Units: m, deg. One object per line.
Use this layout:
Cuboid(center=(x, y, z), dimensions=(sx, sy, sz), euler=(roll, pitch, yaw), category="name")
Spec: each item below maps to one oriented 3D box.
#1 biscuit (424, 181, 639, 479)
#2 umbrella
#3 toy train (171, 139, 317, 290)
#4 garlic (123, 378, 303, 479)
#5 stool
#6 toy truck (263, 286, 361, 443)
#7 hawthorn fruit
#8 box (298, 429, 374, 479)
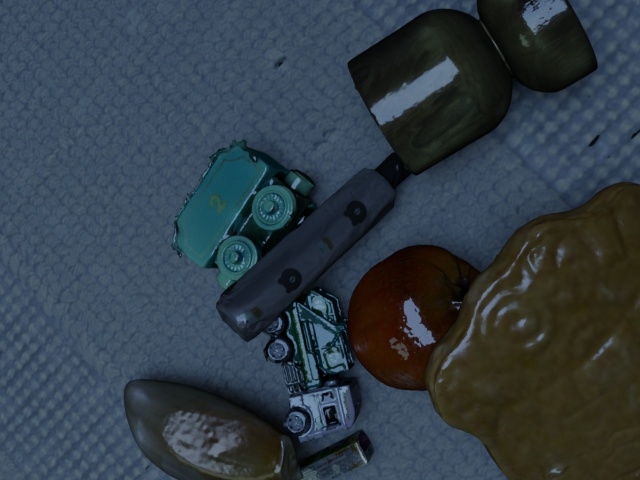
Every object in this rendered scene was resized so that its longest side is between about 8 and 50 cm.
Cuboid(center=(0.340, 0.133, 0.960), dimensions=(0.365, 0.062, 0.385), euler=(40, 94, -16), category="biscuit")
Cuboid(center=(0.000, 0.000, 1.084), dimensions=(0.337, 0.067, 0.073), euler=(-43, 77, -14), category="umbrella")
Cuboid(center=(-0.107, -0.032, 1.155), dimensions=(0.163, 0.112, 0.203), euler=(38, 99, 20), category="toy train")
Cuboid(center=(-0.168, 0.290, 1.155), dimensions=(0.318, 0.112, 0.143), euler=(10, 110, 24), category="garlic")
Cuboid(center=(0.189, -0.224, 1.027), dimensions=(0.264, 0.179, 0.179), euler=(-30, 82, 14), category="stool")
Cuboid(center=(-0.005, 0.165, 1.126), dimensions=(0.116, 0.110, 0.216), euler=(-14, 88, 12), category="toy truck")
Cuboid(center=(0.119, 0.112, 1.068), dimensions=(0.225, 0.196, 0.196), euler=(-32, 81, 44), category="hawthorn fruit")
Cuboid(center=(-0.019, 0.341, 1.160), dimensions=(0.207, 0.050, 0.041), euler=(-31, 85, 15), category="box")
